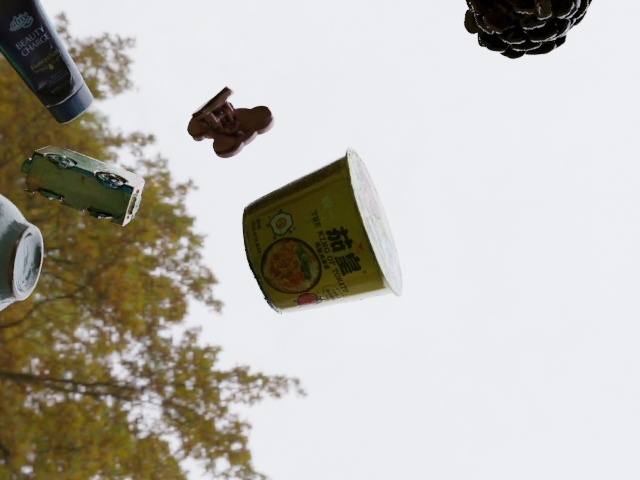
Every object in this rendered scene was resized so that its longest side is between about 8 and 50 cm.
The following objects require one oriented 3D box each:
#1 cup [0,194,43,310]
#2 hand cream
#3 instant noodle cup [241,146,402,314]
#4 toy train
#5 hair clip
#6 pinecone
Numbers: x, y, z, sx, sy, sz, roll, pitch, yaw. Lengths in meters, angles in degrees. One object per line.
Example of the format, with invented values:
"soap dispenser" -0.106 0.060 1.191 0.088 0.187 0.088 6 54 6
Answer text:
"cup" -0.376 0.013 0.996 0.150 0.199 0.199 9 -86 5
"hand cream" -0.522 -0.343 1.763 0.120 0.271 0.061 -42 -138 -16
"instant noodle cup" 0.000 0.000 1.113 0.144 0.182 0.182 -19 -104 13
"toy train" -0.362 -0.089 1.461 0.188 0.099 0.072 21 -73 1
"hair clip" -0.162 -0.197 1.620 0.102 0.123 0.138 52 -26 -11
"pinecone" 0.302 -0.355 1.387 0.179 0.204 0.184 21 -73 4
